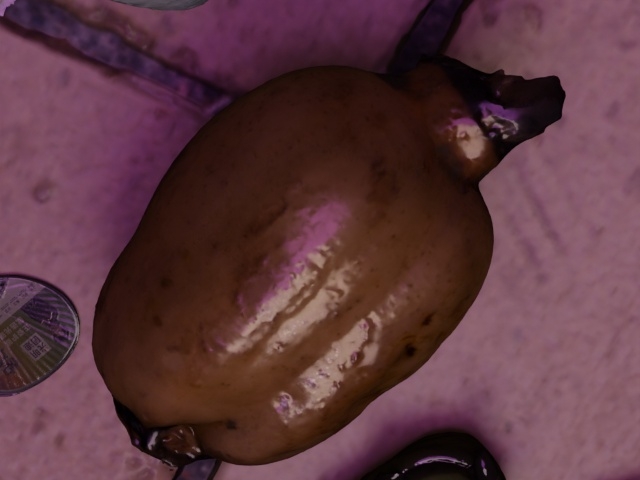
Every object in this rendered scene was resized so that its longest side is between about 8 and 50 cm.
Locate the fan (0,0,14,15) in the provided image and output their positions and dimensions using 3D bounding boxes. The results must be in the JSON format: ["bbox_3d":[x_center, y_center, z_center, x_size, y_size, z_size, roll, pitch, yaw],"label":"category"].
[{"bbox_3d":[-0.237,-0.214,0.590,0.190,0.009,0.329,-33,105,12],"label":"fan"}]

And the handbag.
[{"bbox_3d":[0.038,0.133,0.683,0.111,0.047,0.072,-32,104,9],"label":"handbag"}]

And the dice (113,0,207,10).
[{"bbox_3d":[-0.084,-0.240,0.442,0.268,0.265,0.263,28,106,-9],"label":"dice"}]

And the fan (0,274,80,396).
[{"bbox_3d":[-0.139,0.031,0.675,0.060,0.003,0.080,-12,108,5],"label":"fan"}]

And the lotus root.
[{"bbox_3d":[0.000,0.000,0.604,0.221,0.118,0.125,-48,134,12],"label":"lotus root"}]
